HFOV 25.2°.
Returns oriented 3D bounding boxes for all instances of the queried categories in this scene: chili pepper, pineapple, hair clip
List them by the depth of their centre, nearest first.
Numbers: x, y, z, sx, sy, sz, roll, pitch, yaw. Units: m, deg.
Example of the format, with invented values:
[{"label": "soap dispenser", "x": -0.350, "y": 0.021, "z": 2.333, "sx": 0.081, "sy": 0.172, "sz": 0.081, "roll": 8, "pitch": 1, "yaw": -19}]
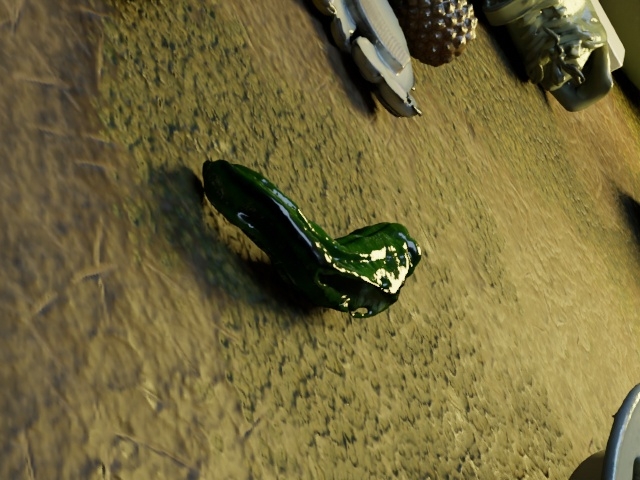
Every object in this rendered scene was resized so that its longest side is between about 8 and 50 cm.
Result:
[{"label": "chili pepper", "x": -0.001, "y": 0.005, "z": 0.854, "sx": 0.182, "sy": 0.050, "sz": 0.073, "roll": 26, "pitch": 50, "yaw": -51}, {"label": "hair clip", "x": 0.037, "y": -0.181, "z": 1.129, "sx": 0.172, "sy": 0.049, "sz": 0.116, "roll": 60, "pitch": 28, "yaw": -15}, {"label": "pineapple", "x": 0.067, "y": -0.219, "z": 1.207, "sx": 0.159, "sy": 0.074, "sz": 0.074, "roll": 46, "pitch": 29, "yaw": -30}]

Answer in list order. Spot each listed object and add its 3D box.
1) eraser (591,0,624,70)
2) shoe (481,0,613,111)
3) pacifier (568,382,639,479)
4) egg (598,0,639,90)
[{"label": "eraser", "x": 0.262, "y": -0.330, "z": 1.719, "sx": 0.298, "sy": 0.076, "sz": 0.078, "roll": 58, "pitch": 23, "yaw": -12}, {"label": "shoe", "x": 0.247, "y": -0.240, "z": 1.545, "sx": 0.293, "sy": 0.109, "sz": 0.149, "roll": 35, "pitch": 30, "yaw": -56}, {"label": "pacifier", "x": 0.300, "y": 0.227, "z": 1.045, "sx": 0.287, "sy": 0.226, "sz": 0.238, "roll": 32, "pitch": 57, "yaw": -49}, {"label": "egg", "x": 0.530, "y": -0.349, "z": 2.048, "sx": 0.389, "sy": 0.276, "sz": 0.276, "roll": 63, "pitch": 23, "yaw": 0}]
